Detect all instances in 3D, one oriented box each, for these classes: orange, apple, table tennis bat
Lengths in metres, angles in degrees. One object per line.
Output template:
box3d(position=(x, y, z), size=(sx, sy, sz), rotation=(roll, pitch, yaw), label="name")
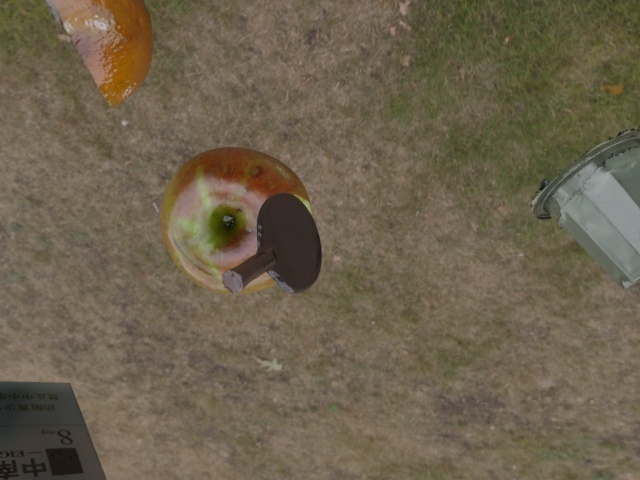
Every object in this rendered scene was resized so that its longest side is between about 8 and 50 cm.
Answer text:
box3d(position=(-0.468, -0.438, 1.035), size=(0.274, 0.274, 0.310), rotation=(-20, 152, 30), label="orange")
box3d(position=(-0.183, -0.047, 1.173), size=(0.340, 0.339, 0.339), rotation=(8, 134, 8), label="apple")
box3d(position=(0.000, 0.000, 0.496), size=(0.119, 0.170, 0.107), rotation=(-15, 102, 30), label="table tennis bat")

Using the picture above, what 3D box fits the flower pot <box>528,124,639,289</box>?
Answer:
box3d(position=(0.625, -0.047, 1.068), size=(0.291, 0.259, 0.290), rotation=(-22, 155, -11), label="flower pot")

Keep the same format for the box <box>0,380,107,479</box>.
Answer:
box3d(position=(-0.306, 0.232, 0.509), size=(0.155, 0.243, 0.067), rotation=(14, 103, -40), label="box")
